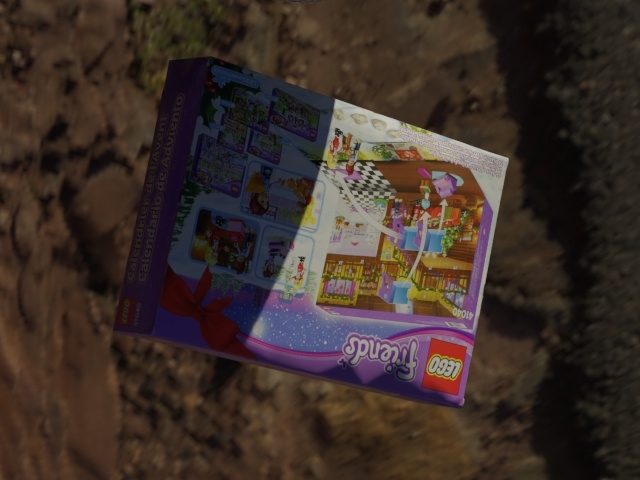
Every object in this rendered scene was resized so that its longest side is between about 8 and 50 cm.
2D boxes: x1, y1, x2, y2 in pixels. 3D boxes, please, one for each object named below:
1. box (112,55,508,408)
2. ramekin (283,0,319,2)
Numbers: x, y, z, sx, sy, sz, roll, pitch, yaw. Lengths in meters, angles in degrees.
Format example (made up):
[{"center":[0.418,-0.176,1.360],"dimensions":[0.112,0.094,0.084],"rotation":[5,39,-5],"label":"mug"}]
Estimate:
[{"center":[0.000,0.000,1.442],"dimensions":[0.293,0.057,0.201],"rotation":[17,81,-36],"label":"box"},{"center":[0.017,-0.303,1.315],"dimensions":[0.273,0.273,0.127],"rotation":[-32,65,-19],"label":"ramekin"}]
